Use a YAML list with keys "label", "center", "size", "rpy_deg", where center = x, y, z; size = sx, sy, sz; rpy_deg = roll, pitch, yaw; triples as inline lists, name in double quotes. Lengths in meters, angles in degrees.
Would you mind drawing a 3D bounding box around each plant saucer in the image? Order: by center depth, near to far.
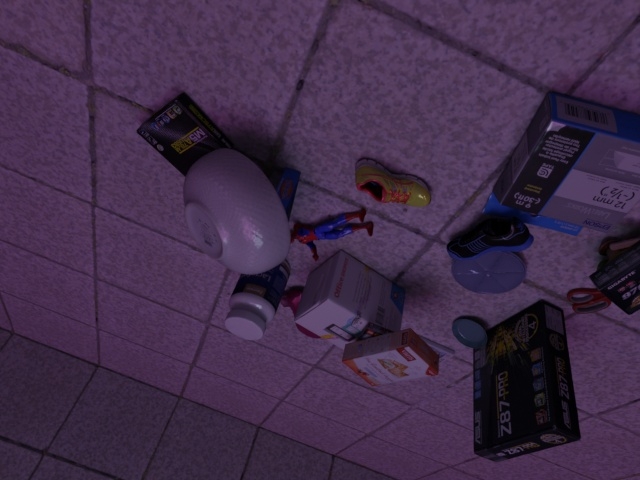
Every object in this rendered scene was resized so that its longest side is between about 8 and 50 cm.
- label: "plant saucer"
  center: [0.497, 0.304, 1.556]
  size: [0.119, 0.021, 0.119]
  rpy_deg: [23, 132, 28]

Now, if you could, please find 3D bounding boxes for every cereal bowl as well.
- label: "cereal bowl"
  center: [-0.238, -0.053, 1.186]
  size: [0.339, 0.141, 0.338]
  rpy_deg: [30, 137, 32]

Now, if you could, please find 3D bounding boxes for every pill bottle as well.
- label: "pill bottle"
  center: [-0.202, 0.175, 1.505]
  size: [0.153, 0.264, 0.153]
  rpy_deg: [10, 139, 9]

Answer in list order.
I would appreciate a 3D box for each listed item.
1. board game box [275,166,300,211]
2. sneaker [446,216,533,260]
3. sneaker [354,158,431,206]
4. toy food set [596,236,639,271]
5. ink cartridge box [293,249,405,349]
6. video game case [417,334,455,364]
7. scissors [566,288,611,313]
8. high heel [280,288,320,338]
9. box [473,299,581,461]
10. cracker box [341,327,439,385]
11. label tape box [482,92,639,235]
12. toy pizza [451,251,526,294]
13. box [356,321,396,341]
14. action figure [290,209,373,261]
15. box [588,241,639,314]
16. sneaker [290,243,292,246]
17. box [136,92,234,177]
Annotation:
- label: "board game box"
  center: [-0.112, -0.069, 1.281]
  size: [0.047, 0.160, 0.210]
  rpy_deg: [18, 140, -1]
- label: "sneaker"
  center: [0.415, -0.011, 1.202]
  size: [0.232, 0.081, 0.090]
  rpy_deg: [-15, 131, 45]
- label: "sneaker"
  center: [0.175, -0.121, 1.169]
  size: [0.209, 0.094, 0.081]
  rpy_deg: [20, 138, -4]
- label: "toy food set"
  center: [0.752, 0.047, 1.175]
  size: [0.128, 0.071, 0.217]
  rpy_deg: [-18, 131, 4]
- label: "ink cartridge box"
  center: [0.095, 0.206, 1.483]
  size: [0.270, 0.198, 0.197]
  rpy_deg: [33, 137, -16]
- label: "video game case"
  center: [0.366, 0.420, 1.758]
  size: [0.201, 0.023, 0.183]
  rpy_deg: [24, 139, -7]
- label: "scissors"
  center: [0.825, 0.133, 1.278]
  size: [0.109, 0.021, 0.297]
  rpy_deg: [40, 134, -21]
- label: "high heel"
  center: [-0.042, 0.268, 1.694]
  size: [0.117, 0.082, 0.244]
  rpy_deg: [-14, 118, 44]
- label: "box"
  center: [0.588, 0.415, 1.388]
  size: [0.097, 0.394, 0.318]
  rpy_deg: [24, 140, -10]
- label: "cracker box"
  center: [0.201, 0.341, 1.350]
  size: [0.232, 0.067, 0.156]
  rpy_deg: [-24, 124, 35]
- label: "label tape box"
  center: [0.538, -0.120, 1.025]
  size: [0.249, 0.115, 0.347]
  rpy_deg: [15, 138, 3]
- label: "toy pizza"
  center: [0.476, 0.082, 1.334]
  size: [0.201, 0.032, 0.201]
  rpy_deg: [11, 138, 10]
- label: "box"
  center: [0.185, 0.295, 1.378]
  size: [0.137, 0.027, 0.094]
  rpy_deg: [22, 137, -5]
- label: "action figure"
  center: [0.000, 0.000, 1.342]
  size: [0.281, 0.139, 0.091]
  rpy_deg: [-9, 131, 32]
- label: "box"
  center: [0.787, 0.071, 1.119]
  size: [0.175, 0.051, 0.220]
  rpy_deg: [30, 119, -31]
- label: "sneaker"
  center: [-0.138, -0.002, 1.455]
  size: [0.109, 0.043, 0.040]
  rpy_deg: [32, 140, -13]
- label: "box"
  center: [-0.357, -0.269, 1.235]
  size: [0.191, 0.045, 0.184]
  rpy_deg: [-19, 126, 36]
